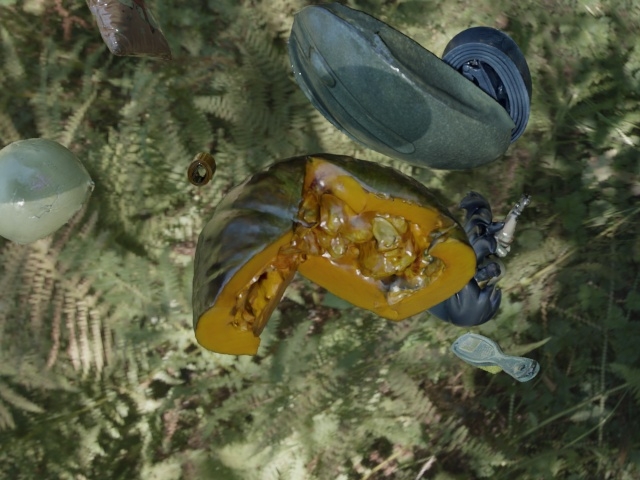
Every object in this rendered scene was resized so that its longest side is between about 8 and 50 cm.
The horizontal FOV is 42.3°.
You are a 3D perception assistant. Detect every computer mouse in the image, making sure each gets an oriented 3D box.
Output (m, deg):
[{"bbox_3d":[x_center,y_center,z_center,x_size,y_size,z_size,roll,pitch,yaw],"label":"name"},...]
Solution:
[{"bbox_3d":[0.108,-0.203,1.207,0.374,0.203,0.114,29,69,-9],"label":"computer mouse"}]

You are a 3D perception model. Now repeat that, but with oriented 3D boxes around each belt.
[{"bbox_3d":[-0.266,-0.157,1.858,0.059,0.036,0.083,26,136,-6],"label":"belt"},{"bbox_3d":[0.258,-0.236,1.298,0.142,0.082,0.190,-12,121,28],"label":"belt"}]

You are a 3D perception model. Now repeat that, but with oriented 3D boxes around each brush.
[{"bbox_3d":[0.356,0.246,1.654,0.068,0.297,0.060,-43,106,-10],"label":"brush"}]

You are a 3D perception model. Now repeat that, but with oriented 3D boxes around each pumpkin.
[{"bbox_3d":[0.000,0.000,0.539,0.119,0.184,0.107,107,150,-51],"label":"pumpkin"}]

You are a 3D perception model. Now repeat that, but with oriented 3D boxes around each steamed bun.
[{"bbox_3d":[-0.336,-0.062,0.967,0.112,0.130,0.091,52,162,-11],"label":"steamed bun"}]

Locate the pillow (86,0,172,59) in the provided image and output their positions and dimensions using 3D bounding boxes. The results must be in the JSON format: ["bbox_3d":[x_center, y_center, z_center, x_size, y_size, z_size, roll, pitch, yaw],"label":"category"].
[{"bbox_3d":[-0.427,-0.495,1.784,0.084,0.223,0.236,-26,92,18],"label":"pillow"}]

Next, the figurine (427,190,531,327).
[{"bbox_3d":[0.270,0.026,1.494,0.197,0.175,0.264,16,100,35],"label":"figurine"}]
